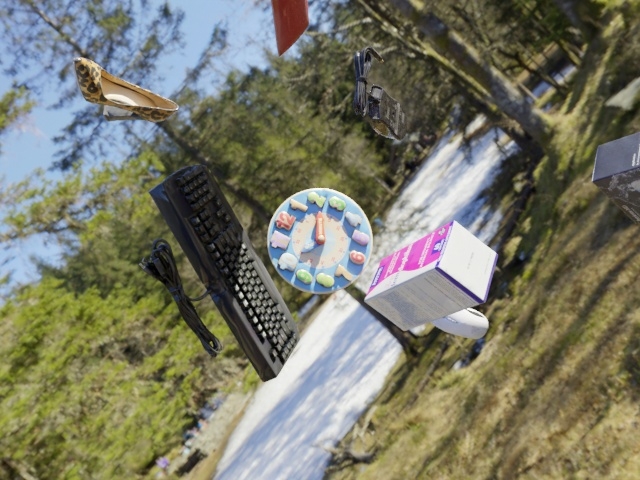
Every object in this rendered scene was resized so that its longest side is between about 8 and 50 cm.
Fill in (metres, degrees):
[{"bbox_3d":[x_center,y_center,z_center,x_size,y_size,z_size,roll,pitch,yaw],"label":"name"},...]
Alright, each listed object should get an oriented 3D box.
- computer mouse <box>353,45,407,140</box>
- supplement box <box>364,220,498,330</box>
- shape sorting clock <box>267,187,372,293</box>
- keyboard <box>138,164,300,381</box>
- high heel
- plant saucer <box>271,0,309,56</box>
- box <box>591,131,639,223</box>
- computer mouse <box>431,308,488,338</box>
[{"bbox_3d":[0.137,-0.355,1.445,0.060,0.184,0.262,-2,-9,32],"label":"computer mouse"},{"bbox_3d":[0.199,0.072,1.093,0.220,0.114,0.111,-36,22,52],"label":"supplement box"},{"bbox_3d":[0.000,0.000,1.145,0.206,0.206,0.040,-49,-3,-9],"label":"shape sorting clock"},{"bbox_3d":[-0.135,0.056,0.815,0.033,0.317,0.201,-19,17,33],"label":"keyboard"},{"bbox_3d":[-0.450,-0.358,1.388,0.261,0.186,0.093,82,-175,-74],"label":"high heel"},{"bbox_3d":[-0.054,-0.400,0.765,0.048,0.258,0.259,-8,33,-2],"label":"plant saucer"},{"bbox_3d":[0.620,-0.121,1.092,0.158,0.156,0.093,-19,43,55],"label":"box"},{"bbox_3d":[0.284,0.168,1.334,0.042,0.193,0.106,-33,-38,-76],"label":"computer mouse"}]
